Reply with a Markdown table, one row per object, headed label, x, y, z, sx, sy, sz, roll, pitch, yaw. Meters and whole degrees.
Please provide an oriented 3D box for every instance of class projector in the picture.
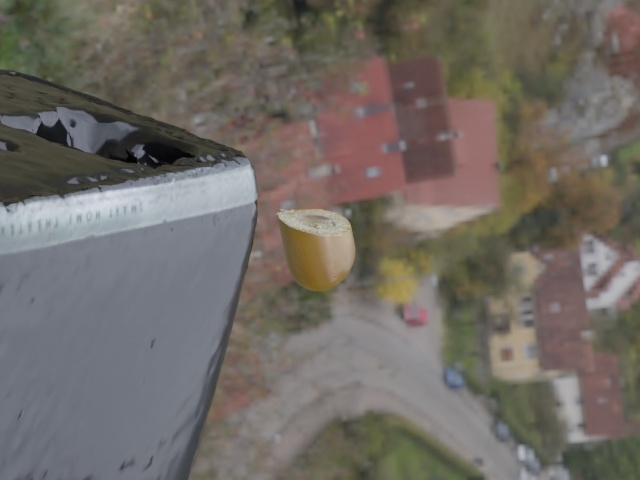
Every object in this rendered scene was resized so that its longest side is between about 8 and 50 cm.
| label | x | y | z | sx | sy | sz | roll | pitch | yaw |
| --- | --- | --- | --- | --- | --- | --- | --- | --- | --- |
| projector | -0.243 | 0.123 | 0.818 | 0.395 | 0.242 | 0.405 | -21 | 129 | -70 |

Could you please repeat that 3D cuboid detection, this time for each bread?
| label | x | y | z | sx | sy | sz | roll | pitch | yaw |
| --- | --- | --- | --- | --- | --- | --- | --- | --- | --- |
| bread | 0.000 | -0.001 | 1.211 | 0.049 | 0.062 | 0.103 | 44 | -19 | 30 |
